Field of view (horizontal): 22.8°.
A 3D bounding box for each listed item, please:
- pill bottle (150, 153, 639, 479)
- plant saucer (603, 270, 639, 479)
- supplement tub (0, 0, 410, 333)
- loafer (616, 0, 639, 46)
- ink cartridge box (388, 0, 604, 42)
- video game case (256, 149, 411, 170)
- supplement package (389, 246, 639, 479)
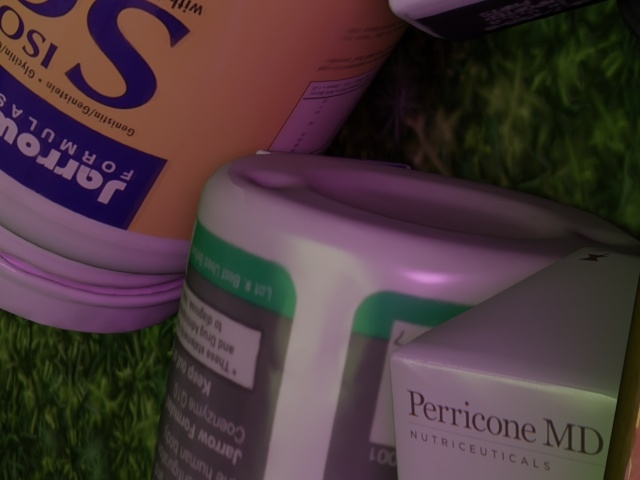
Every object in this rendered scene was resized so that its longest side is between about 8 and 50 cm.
[{"bbox_3d":[0.017,0.156,0.711,0.204,0.204,0.361,24,107,50],"label":"pill bottle"},{"bbox_3d":[0.200,0.052,0.402,0.081,0.333,0.332,-150,67,-67],"label":"plant saucer"},{"bbox_3d":[-0.079,-0.135,0.818,0.331,0.241,0.241,-56,48,34],"label":"supplement tub"},{"bbox_3d":[0.204,-0.057,0.590,0.223,0.076,0.078,44,117,38],"label":"loafer"},{"bbox_3d":[0.153,-0.259,0.591,0.304,0.072,0.307,-12,75,30],"label":"ink cartridge box"},{"bbox_3d":[0.000,0.000,0.804,0.011,0.122,0.087,18,100,35],"label":"video game case"},{"bbox_3d":[0.120,0.140,0.536,0.139,0.134,0.244,7,110,37],"label":"supplement package"}]
